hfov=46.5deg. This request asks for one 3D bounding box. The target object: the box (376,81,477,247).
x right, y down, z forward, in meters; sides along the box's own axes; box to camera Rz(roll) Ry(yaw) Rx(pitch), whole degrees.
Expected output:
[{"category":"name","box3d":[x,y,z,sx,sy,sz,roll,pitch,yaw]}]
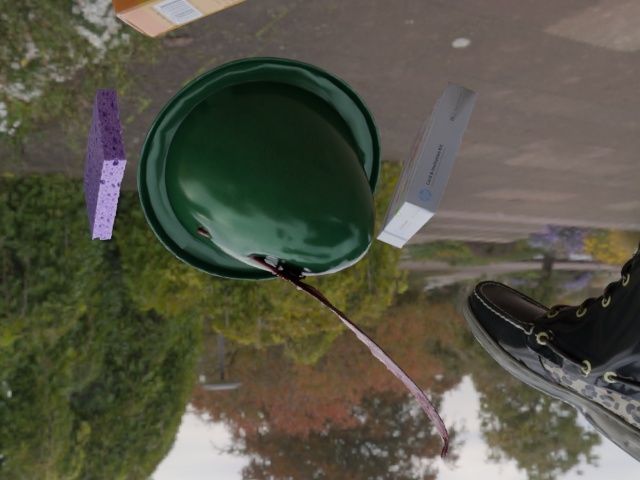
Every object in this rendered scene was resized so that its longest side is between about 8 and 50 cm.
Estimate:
[{"category":"box","box3d":[0.119,-0.079,0.864,0.038,0.145,0.186,21,168,-1]}]

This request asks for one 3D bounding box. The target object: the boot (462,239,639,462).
[{"category":"boot","box3d":[0.225,0.044,0.570,0.085,0.179,0.236,-7,-149,-37]}]

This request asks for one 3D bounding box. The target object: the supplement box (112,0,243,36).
[{"category":"supplement box","box3d":[-0.079,-0.268,0.680,0.233,0.078,0.080,-18,175,10]}]

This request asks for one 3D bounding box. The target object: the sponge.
[{"category":"sponge","box3d":[-0.308,-0.102,1.053,0.031,0.117,0.210,-4,152,-24]}]

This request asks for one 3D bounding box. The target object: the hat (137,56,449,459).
[{"category":"hat","box3d":[0.000,0.000,0.472,0.208,0.173,0.183,16,-157,-29]}]
